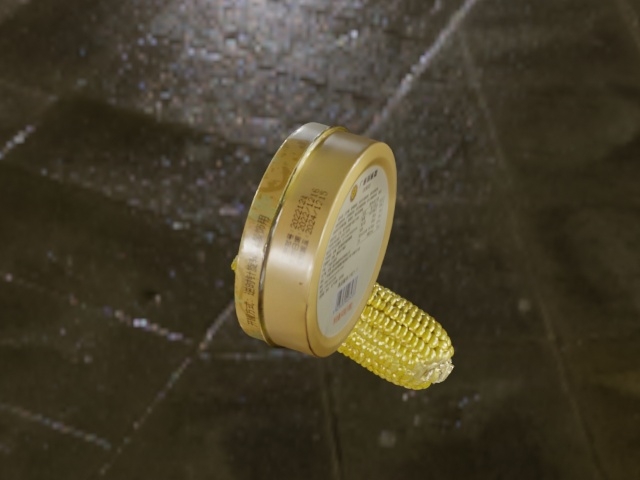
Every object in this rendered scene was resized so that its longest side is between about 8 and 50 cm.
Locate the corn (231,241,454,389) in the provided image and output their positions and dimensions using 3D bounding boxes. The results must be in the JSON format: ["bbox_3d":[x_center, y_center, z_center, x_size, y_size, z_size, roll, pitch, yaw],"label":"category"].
[{"bbox_3d":[0.020,0.056,1.284,0.206,0.067,0.067,32,39,-6],"label":"corn"}]

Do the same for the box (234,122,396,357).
[{"bbox_3d":[0.000,0.000,0.705,0.037,0.106,0.105,17,40,18],"label":"box"}]
